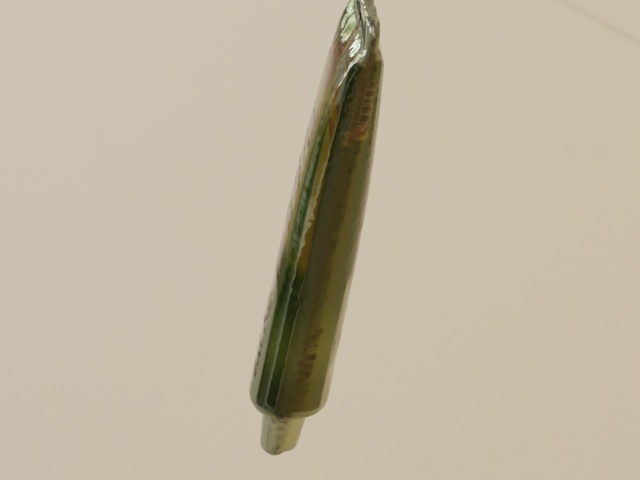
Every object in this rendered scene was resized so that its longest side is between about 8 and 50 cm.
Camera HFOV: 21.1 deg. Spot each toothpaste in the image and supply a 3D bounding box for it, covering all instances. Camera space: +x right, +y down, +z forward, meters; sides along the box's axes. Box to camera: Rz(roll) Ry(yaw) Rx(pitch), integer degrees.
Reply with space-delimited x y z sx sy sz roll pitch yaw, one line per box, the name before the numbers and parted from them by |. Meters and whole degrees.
toothpaste | 0.000 0.000 0.635 0.049 0.031 0.204 -99 -163 -54
